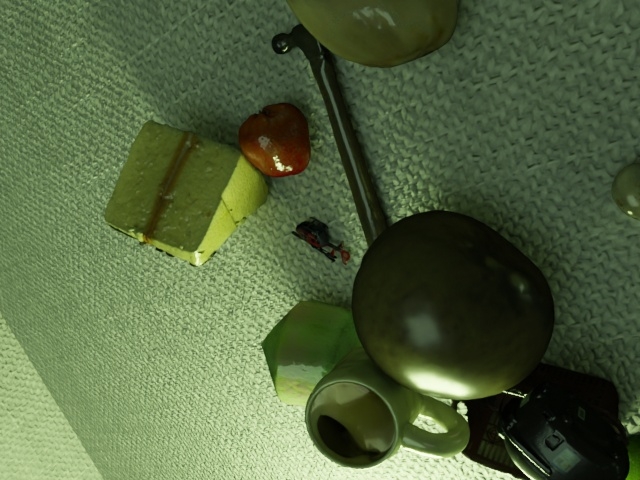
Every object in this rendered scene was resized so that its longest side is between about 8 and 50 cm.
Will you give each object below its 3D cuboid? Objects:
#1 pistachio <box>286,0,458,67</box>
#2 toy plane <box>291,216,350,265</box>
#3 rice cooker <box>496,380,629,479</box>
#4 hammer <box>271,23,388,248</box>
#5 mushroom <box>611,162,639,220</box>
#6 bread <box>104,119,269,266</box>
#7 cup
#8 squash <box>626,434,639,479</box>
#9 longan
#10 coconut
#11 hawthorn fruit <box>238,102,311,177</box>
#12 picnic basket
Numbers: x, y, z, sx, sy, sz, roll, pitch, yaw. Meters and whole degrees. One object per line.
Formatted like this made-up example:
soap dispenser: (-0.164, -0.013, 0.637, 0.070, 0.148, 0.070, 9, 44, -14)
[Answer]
pistachio: (0.071, -0.368, 0.962, 0.288, 0.166, 0.197, 36, 107, 19)
toy plane: (0.000, 0.000, 1.305, 0.145, 0.037, 0.060, 30, 133, 20)
rice cooker: (0.364, 0.302, 0.973, 0.203, 0.142, 0.118, 37, 120, 9)
hammer: (0.048, -0.177, 1.166, 0.168, 0.044, 0.440, -4, 113, 39)
mushroom: (0.455, -0.067, 0.925, 0.085, 0.085, 0.079, 46, 167, 4)
bread: (-0.270, -0.076, 1.301, 0.263, 0.236, 0.198, 22, 171, 25)
cup: (0.121, 0.280, 1.123, 0.255, 0.202, 0.173, -9, 94, 22)
squash: (0.584, 0.386, 1.114, 0.111, 0.203, 0.289, 53, 168, -2)
longan: (0.206, 0.106, 1.042, 0.319, 0.319, 0.319, 17, 124, 27)
coconut: (-0.014, 0.242, 1.343, 0.236, 0.204, 0.236, 13, 137, 12)
hawthorn fruit: (-0.083, -0.181, 1.199, 0.133, 0.133, 0.138, -12, 117, 39)
picnic basket: (0.392, 0.317, 1.144, 0.297, 0.129, 0.222, 10, 121, 31)
